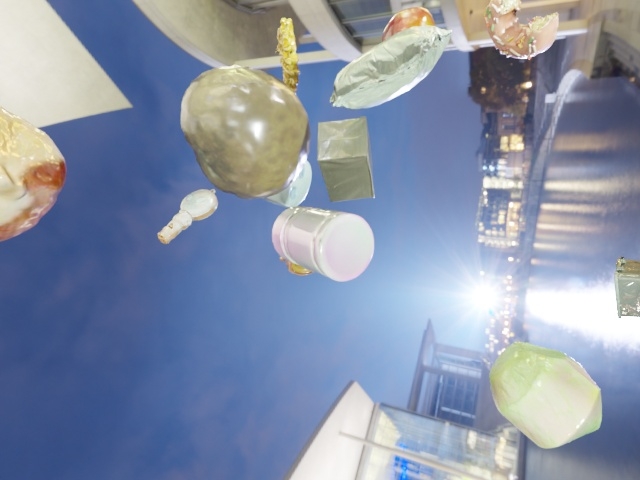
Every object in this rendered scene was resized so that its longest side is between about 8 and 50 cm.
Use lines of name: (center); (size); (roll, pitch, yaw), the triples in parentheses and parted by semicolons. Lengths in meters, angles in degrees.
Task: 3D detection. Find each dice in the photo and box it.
dice: (-0.221, -0.328, 2.131); (0.265, 0.268, 0.262); (23, -91, -61)

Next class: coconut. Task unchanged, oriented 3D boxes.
coconut: (0.503, 0.342, 0.922); (0.204, 0.236, 0.236); (-45, -44, -34)

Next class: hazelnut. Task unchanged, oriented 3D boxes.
hazelnut: (-0.549, -0.109, 0.658); (0.261, 0.241, 0.261); (-30, -44, -35)

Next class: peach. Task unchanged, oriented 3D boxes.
peach: (0.292, -0.655, 1.349); (0.197, 0.197, 0.197); (-22, -65, -61)

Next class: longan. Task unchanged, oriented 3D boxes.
longan: (-0.233, -0.359, 1.385); (0.404, 0.404, 0.436); (-54, -42, -45)

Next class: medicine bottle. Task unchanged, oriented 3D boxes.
medicine bottle: (0.000, 0.000, 1.366); (0.212, 0.325, 0.212); (-5, -80, -32)

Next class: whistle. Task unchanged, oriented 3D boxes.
whistle: (-0.371, -0.073, 1.181); (0.220, 0.107, 0.057); (-53, -37, -33)

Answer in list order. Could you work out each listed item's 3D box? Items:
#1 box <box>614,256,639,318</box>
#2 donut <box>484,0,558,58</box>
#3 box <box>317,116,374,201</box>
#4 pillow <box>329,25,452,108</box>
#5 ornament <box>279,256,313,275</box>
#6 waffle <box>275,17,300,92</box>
box: (0.641, 0.097, 0.837); (0.084, 0.069, 0.122); (-40, -61, -39)
donut: (0.588, -0.642, 1.250); (0.085, 0.233, 0.199); (-41, -16, -5)
box: (0.084, -0.248, 1.296); (0.231, 0.149, 0.155); (67, -159, -63)
pillow: (0.191, -0.462, 1.115); (0.138, 0.310, 0.283); (60, -139, -13)
ornament: (-0.085, 0.028, 1.959); (0.221, 0.235, 0.217); (109, 152, -41)
waffle: (-0.143, -0.768, 1.750); (0.260, 0.069, 0.293); (165, 96, -79)
